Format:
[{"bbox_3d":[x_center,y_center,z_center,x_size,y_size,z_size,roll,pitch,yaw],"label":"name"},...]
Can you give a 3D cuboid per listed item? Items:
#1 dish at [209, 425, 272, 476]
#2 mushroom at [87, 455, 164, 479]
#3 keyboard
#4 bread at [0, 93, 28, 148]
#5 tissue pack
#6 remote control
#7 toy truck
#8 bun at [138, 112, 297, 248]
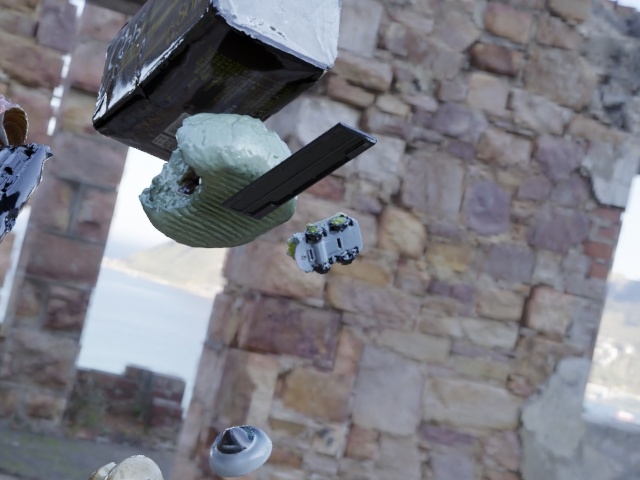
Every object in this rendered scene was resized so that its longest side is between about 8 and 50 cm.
[{"bbox_3d":[-0.181,0.428,2.195,0.141,0.078,0.141,-12,28,7],"label":"dish"},{"bbox_3d":[-0.320,0.412,1.654,0.112,0.148,0.148,51,7,13],"label":"mushroom"},{"bbox_3d":[-0.027,-0.077,1.193,0.202,0.011,0.067,-31,-36,35],"label":"keyboard"},{"bbox_3d":[-0.644,-0.179,1.944,0.142,0.212,0.224,32,25,9],"label":"bread"},{"bbox_3d":[-0.155,-0.259,1.478,0.210,0.198,0.370,19,-31,-33],"label":"tissue pack"},{"bbox_3d":[-0.507,-0.034,1.505,0.145,0.062,0.398,-11,31,14],"label":"remote control"},{"bbox_3d":[0.000,0.000,1.535,0.111,0.076,0.077,-20,30,-16],"label":"toy truck"},{"bbox_3d":[-0.132,-0.086,1.327,0.213,0.126,0.204,-20,-43,22],"label":"bun"}]
